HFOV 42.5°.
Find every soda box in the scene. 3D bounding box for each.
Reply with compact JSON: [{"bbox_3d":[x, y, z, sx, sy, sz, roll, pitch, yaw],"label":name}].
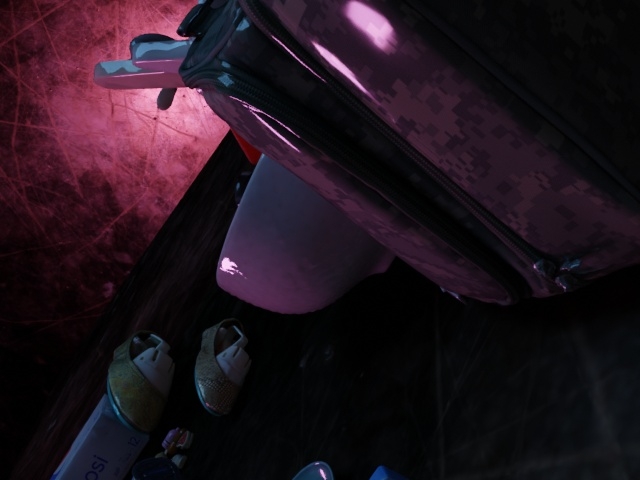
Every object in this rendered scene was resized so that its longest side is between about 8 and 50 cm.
[{"bbox_3d":[-0.409,0.417,1.428,0.286,0.098,0.091,-57,15,5],"label":"soda box"}]

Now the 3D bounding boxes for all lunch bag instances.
[{"bbox_3d":[0.078,-0.099,0.529,0.256,0.305,0.212,-27,31,56],"label":"lunch bag"}]

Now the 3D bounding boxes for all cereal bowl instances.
[{"bbox_3d":[0.038,-0.068,0.806,0.339,0.141,0.339,-61,-4,-6],"label":"cereal bowl"}]

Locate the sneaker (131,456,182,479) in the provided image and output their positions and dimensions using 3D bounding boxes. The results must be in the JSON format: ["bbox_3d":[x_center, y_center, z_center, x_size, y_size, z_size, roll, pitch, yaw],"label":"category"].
[{"bbox_3d":[-0.180,0.336,0.957,0.209,0.069,0.082,-143,52,-66],"label":"sneaker"}]

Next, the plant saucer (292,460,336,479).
[{"bbox_3d":[-0.015,0.241,0.674,0.119,0.021,0.119,-53,16,22],"label":"plant saucer"}]

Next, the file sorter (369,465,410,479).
[{"bbox_3d":[0.040,0.218,0.369,0.170,0.118,0.104,-57,19,5],"label":"file sorter"}]

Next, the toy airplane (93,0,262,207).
[{"bbox_3d":[-0.074,-0.229,1.088,0.384,0.386,0.272,-31,43,58],"label":"toy airplane"}]

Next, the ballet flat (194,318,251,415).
[{"bbox_3d":[-0.128,0.158,1.110,0.067,0.073,0.206,-41,21,8],"label":"ballet flat"}]

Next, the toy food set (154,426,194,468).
[{"bbox_3d":[-0.214,0.301,1.186,0.122,0.019,0.078,-39,24,50],"label":"toy food set"}]

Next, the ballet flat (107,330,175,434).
[{"bbox_3d":[-0.313,0.233,1.473,0.123,0.123,0.348,-58,15,-1],"label":"ballet flat"}]
